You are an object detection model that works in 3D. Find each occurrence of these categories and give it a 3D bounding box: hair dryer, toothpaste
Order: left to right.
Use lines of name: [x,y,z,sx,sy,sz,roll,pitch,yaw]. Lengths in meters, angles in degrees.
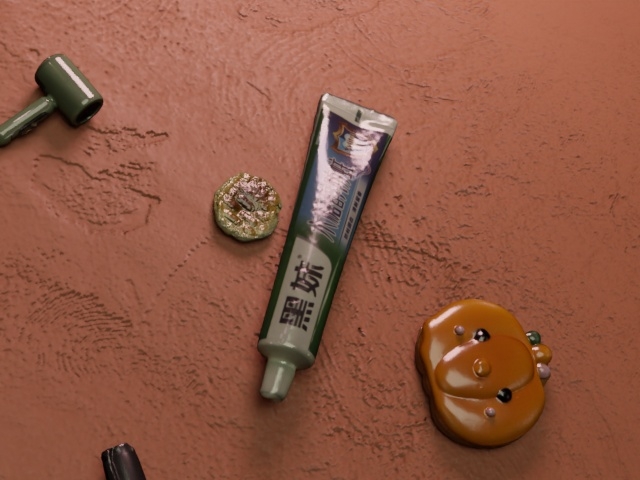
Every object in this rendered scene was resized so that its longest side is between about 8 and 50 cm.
hair dryer: [-0.314,-0.134,1.193,0.150,0.047,0.071,-40,82,-17]
toothpaste: [0.000,0.000,1.219,0.098,0.061,0.392,20,61,-6]

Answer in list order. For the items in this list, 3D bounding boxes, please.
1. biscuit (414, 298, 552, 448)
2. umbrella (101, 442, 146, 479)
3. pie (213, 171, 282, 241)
biscuit: [0.190,0.143,1.225,0.170,0.050,0.170,7,66,-16]
umbrella: [-0.136,0.348,1.011,0.118,0.118,0.340,-16,67,-24]
pie: [-0.082,-0.037,1.231,0.084,0.020,0.084,7,65,-15]
